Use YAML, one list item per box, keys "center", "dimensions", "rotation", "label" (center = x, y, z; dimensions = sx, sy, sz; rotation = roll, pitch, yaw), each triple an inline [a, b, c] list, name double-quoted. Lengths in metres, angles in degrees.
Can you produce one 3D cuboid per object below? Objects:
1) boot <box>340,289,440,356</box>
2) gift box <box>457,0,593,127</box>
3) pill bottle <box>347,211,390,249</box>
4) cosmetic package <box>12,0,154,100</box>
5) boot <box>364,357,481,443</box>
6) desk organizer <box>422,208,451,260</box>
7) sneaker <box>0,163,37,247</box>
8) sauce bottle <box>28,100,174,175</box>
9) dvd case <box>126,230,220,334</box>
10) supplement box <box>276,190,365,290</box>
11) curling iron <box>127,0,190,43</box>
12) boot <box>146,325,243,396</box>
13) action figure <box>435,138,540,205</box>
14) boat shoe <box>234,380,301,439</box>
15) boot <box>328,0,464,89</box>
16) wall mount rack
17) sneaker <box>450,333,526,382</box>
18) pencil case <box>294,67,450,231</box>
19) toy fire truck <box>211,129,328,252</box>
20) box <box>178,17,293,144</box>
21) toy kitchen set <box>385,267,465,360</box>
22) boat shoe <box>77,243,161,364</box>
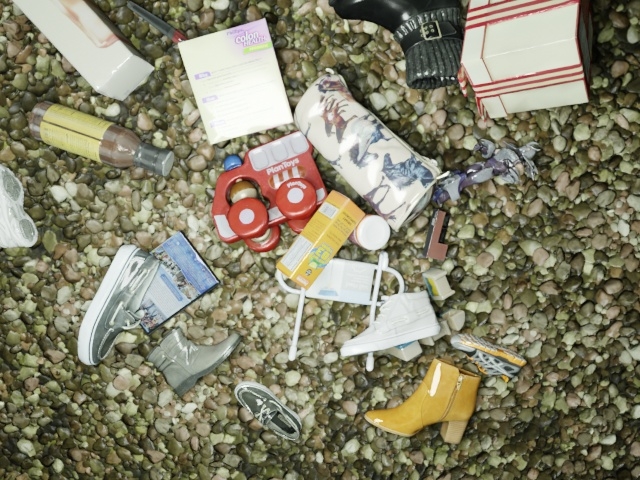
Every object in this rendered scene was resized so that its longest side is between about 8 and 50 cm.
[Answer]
- center: [0.159, 0.199, 1.164]
  dimensions: [0.258, 0.095, 0.124]
  rotation: [-11, 76, -16]
  label: "boot"
- center: [0.461, -0.424, 1.081]
  dimensions: [0.258, 0.276, 0.255]
  rotation: [1, 65, 35]
  label: "gift box"
- center: [0.106, -0.030, 1.209]
  dimensions: [0.086, 0.152, 0.086]
  rotation: [-4, 100, -19]
  label: "pill bottle"
- center: [-0.575, -0.506, 1.166]
  dimensions: [0.129, 0.153, 0.296]
  rotation: [-41, 96, 5]
  label: "cosmetic package"
- center: [0.280, 0.422, 1.301]
  dimensions: [0.294, 0.104, 0.211]
  rotation: [13, 91, -6]
  label: "boot"
- center: [0.315, -0.015, 1.270]
  dimensions: [0.050, 0.047, 0.130]
  rotation: [12, 96, -3]
  label: "desk organizer"
- center: [-0.842, -0.085, 1.248]
  dimensions: [0.115, 0.090, 0.232]
  rotation: [-13, 95, 5]
  label: "sneaker"
- center: [-0.550, -0.250, 1.215]
  dimensions: [0.344, 0.111, 0.112]
  rotation: [21, 96, -2]
  label: "sauce bottle"
- center: [-0.425, 0.117, 1.300]
  dimensions: [0.253, 0.022, 0.180]
  rotation: [-36, 96, 4]
  label: "dvd case"
- center: [0.000, 0.000, 1.136]
  dimensions: [0.233, 0.080, 0.078]
  rotation: [-52, 131, 0]
  label: "supplement box"
- center: [-0.363, -0.536, 1.218]
  dimensions: [0.273, 0.035, 0.068]
  rotation: [26, 99, -4]
  label: "curling iron"
- center: [-0.347, 0.294, 1.294]
  dimensions: [0.246, 0.083, 0.161]
  rotation: [-39, 89, 3]
  label: "boot"
- center: [0.412, -0.178, 1.195]
  dimensions: [0.284, 0.185, 0.099]
  rotation: [-24, 114, 9]
  label: "action figure"
- center: [-0.143, 0.469, 1.313]
  dimensions: [0.219, 0.070, 0.078]
  rotation: [35, 95, -3]
  label: "boat shoe"
- center: [0.196, -0.506, 1.172]
  dimensions: [0.347, 0.131, 0.260]
  rotation: [-3, 96, 0]
  label: "boot"
- center: [0.047, 0.162, 1.249]
  dimensions: [0.349, 0.130, 0.304]
  rotation: [8, 96, 0]
  label: "wall mount rack"
- center: [0.449, 0.319, 1.290]
  dimensions: [0.214, 0.084, 0.083]
  rotation: [23, 101, -3]
  label: "sneaker"
- center: [0.109, -0.225, 1.138]
  dimensions: [0.183, 0.160, 0.410]
  rotation: [-45, 77, 12]
  label: "pencil case"
- center: [-0.136, -0.126, 1.219]
  dimensions: [0.302, 0.169, 0.254]
  rotation: [-21, 72, 2]
  label: "toy fire truck"
- center: [-0.199, -0.386, 1.176]
  dimensions: [0.213, 0.117, 0.243]
  rotation: [-15, 107, 2]
  label: "box"
- center: [0.254, 0.191, 1.277]
  dimensions: [0.207, 0.122, 0.166]
  rotation: [-26, 96, -17]
  label: "toy kitchen set"
- center: [-0.519, 0.180, 1.234]
  dimensions: [0.119, 0.121, 0.335]
  rotation: [23, 95, 2]
  label: "boat shoe"
